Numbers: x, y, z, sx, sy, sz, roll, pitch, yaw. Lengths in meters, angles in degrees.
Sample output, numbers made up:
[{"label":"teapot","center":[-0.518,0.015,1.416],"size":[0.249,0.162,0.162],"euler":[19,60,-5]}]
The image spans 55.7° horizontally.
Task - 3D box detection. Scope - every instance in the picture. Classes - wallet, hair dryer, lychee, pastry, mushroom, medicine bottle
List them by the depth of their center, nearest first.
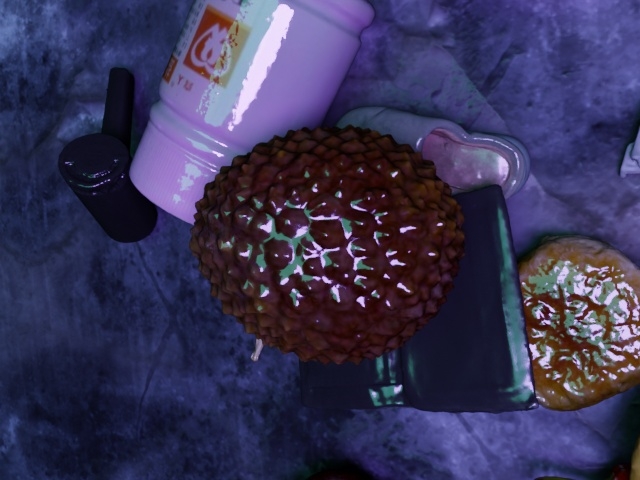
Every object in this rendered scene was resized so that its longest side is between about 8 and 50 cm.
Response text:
[{"label":"lychee","center":[0.000,0.000,0.628],"size":[0.268,0.267,0.267],"euler":[2,96,23]},{"label":"pastry","center":[0.279,0.093,0.675],"size":[0.192,0.093,0.182],"euler":[-47,73,21]},{"label":"wallet","center":[0.089,0.087,0.738],"size":[0.323,0.041,0.247],"euler":[-14,77,39]},{"label":"medicine bottle","center":[-0.089,-0.184,0.750],"size":[0.202,0.202,0.315],"euler":[33,106,18]},{"label":"mushroom","center":[-0.062,0.043,0.859],"size":[0.026,0.028,0.286],"euler":[22,108,20]},{"label":"hair dryer","center":[-0.292,-0.141,0.881],"size":[0.089,0.197,0.251],"euler":[-2,67,-2]}]

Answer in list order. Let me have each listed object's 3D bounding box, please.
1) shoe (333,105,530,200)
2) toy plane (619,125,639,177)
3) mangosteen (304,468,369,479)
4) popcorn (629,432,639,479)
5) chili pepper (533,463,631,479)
[{"label":"shoe","center":[0.119,-0.102,0.724],"size":[0.251,0.100,0.103],"euler":[13,101,19]},{"label":"toy plane","center":[0.426,-0.057,0.582],"size":[0.267,0.123,0.266],"euler":[1,92,41]},{"label":"mangosteen","center":[0.009,0.392,0.767],"size":[0.200,0.200,0.199],"euler":[2,96,23]},{"label":"popcorn","center":[0.473,0.231,0.530],"size":[0.316,0.297,0.280],"euler":[18,132,59]},{"label":"chili pepper","center":[0.404,0.362,0.630],"size":[0.137,0.092,0.368],"euler":[-39,68,-10]}]
